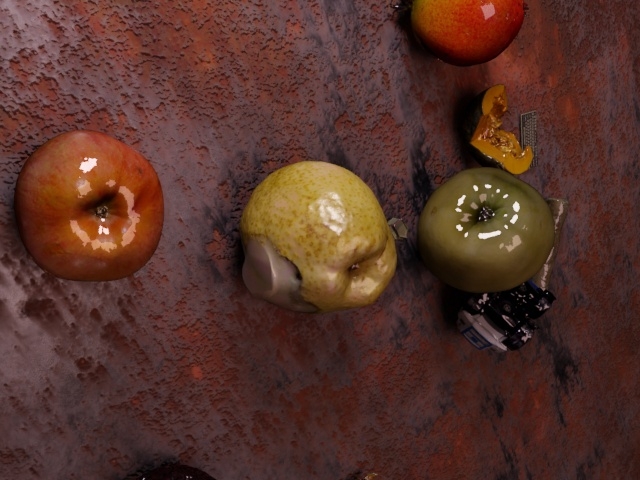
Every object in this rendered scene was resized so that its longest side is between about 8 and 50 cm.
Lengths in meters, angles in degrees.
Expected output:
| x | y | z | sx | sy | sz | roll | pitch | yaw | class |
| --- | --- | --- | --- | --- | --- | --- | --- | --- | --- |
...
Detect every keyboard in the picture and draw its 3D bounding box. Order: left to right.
| x | y | z | sx | sy | sz | roll | pitch | yaw | class |
| --- | --- | --- | --- | --- | --- | --- | --- | --- | --- |
| 0.469 | -0.224 | 1.635 | 0.049 | 0.015 | 0.129 | -20 | 113 | -32 | keyboard |

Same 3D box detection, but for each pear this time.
| x | y | z | sx | sy | sz | roll | pitch | yaw | class |
| --- | --- | --- | --- | --- | --- | --- | --- | --- | --- |
| 0.000 | 0.000 | 1.186 | 0.271 | 0.271 | 0.271 | -10 | 107 | -35 | pear |

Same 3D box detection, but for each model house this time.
| x | y | z | sx | sy | sz | roll | pitch | yaw | class |
| --- | --- | --- | --- | --- | --- | --- | --- | --- | --- |
| 0.127 | -0.001 | 1.404 | 0.083 | 0.057 | 0.058 | -43 | 119 | -23 | model house |

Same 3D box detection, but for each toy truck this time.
| x | y | z | sx | sy | sz | roll | pitch | yaw | class |
| --- | --- | --- | --- | --- | --- | --- | --- | --- | --- |
| 0.377 | 0.145 | 1.572 | 0.161 | 0.177 | 0.213 | 43 | 58 | 1 | toy truck |

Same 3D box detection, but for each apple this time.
| x | y | z | sx | sy | sz | roll | pitch | yaw | class |
| --- | --- | --- | --- | --- | --- | --- | --- | --- | --- |
| -0.312 | -0.042 | 0.989 | 0.209 | 0.164 | 0.210 | -8 | 105 | -34 | apple |
| 0.318 | -0.023 | 1.410 | 0.262 | 0.262 | 0.263 | -10 | 107 | -35 | apple |

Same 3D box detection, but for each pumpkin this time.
| x | y | z | sx | sy | sz | roll | pitch | yaw | class |
| --- | --- | --- | --- | --- | --- | --- | --- | --- | --- |
| 0.346 | -0.215 | 1.480 | 0.119 | 0.107 | 0.184 | -29 | 101 | -38 | pumpkin |

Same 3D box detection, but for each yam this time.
| x | y | z | sx | sy | sz | roll | pitch | yaw | class |
| --- | --- | --- | --- | --- | --- | --- | --- | --- | --- |
| 0.531 | 0.033 | 1.719 | 0.061 | 0.061 | 0.274 | 4 | 100 | -38 | yam |

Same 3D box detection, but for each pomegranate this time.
| x | y | z | sx | sy | sz | roll | pitch | yaw | class |
| --- | --- | --- | --- | --- | --- | --- | --- | --- | --- |
| 0.250 | -0.422 | 1.304 | 0.235 | 0.210 | 0.210 | 24 | 86 | -6 | pomegranate |

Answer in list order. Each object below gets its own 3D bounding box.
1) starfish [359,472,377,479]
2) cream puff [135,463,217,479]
| x | y | z | sx | sy | sz | roll | pitch | yaw | class |
| --- | --- | --- | --- | --- | --- | --- | --- | --- | --- |
| 0.044 | 0.571 | 1.496 | 0.208 | 0.053 | 0.176 | -18 | 122 | -26 | starfish |
| -0.235 | 0.493 | 1.182 | 0.239 | 0.164 | 0.239 | -10 | 109 | -33 | cream puff |
